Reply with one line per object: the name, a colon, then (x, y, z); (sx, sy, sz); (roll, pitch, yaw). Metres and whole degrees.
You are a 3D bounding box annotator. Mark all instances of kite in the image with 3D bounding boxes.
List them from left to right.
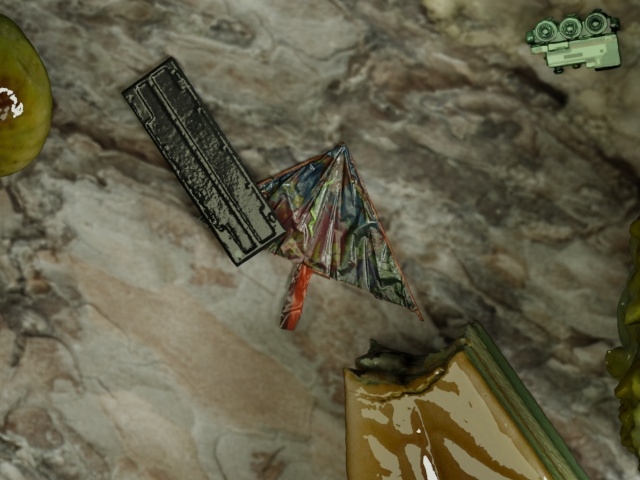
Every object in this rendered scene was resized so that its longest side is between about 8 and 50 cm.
kite: (0.000, 0.000, 1.658); (0.232, 0.009, 0.189); (21, 104, 7)

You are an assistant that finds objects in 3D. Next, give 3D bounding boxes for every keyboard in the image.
keyboard: (-0.109, -0.073, 1.660); (0.064, 0.010, 0.198); (-33, 88, 13)

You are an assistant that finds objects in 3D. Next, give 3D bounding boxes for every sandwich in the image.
sandwich: (0.143, 0.176, 1.587); (0.227, 0.155, 0.198); (1, 101, 11)

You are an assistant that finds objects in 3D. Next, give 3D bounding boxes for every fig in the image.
fig: (-0.312, -0.133, 1.638); (0.136, 0.121, 0.153); (16, 103, 3)

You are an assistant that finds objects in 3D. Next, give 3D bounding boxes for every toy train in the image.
toy train: (0.224, -0.174, 1.568); (0.083, 0.033, 0.053); (-8, 102, 13)

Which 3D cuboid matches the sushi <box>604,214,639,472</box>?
sushi: (0.405, 0.063, 1.435); (0.351, 0.240, 0.396); (9, 84, 19)
